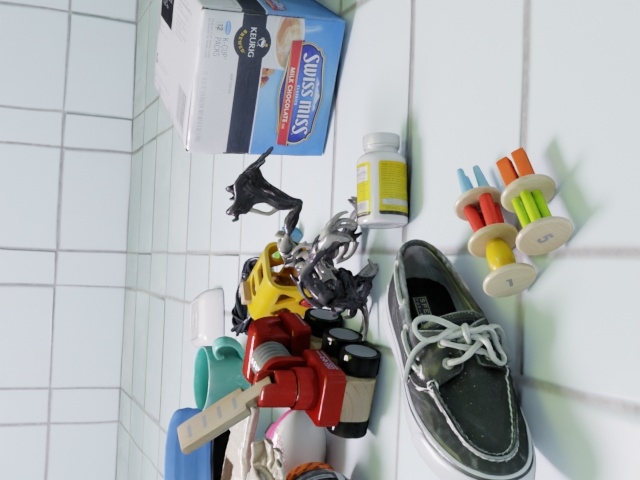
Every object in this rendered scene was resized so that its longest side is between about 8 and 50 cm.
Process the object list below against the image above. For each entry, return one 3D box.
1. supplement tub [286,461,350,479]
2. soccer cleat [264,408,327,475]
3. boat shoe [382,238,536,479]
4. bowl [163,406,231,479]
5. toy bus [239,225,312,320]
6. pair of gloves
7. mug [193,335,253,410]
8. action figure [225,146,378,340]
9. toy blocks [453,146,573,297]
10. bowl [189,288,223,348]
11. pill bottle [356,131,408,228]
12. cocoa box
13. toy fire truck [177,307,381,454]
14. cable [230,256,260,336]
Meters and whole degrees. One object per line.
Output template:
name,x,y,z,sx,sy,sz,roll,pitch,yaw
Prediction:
supplement tub,0.014,0.381,1.113,0.190,0.117,0.117,-132,49,-61
soccer cleat,-0.031,0.406,1.266,0.143,0.116,0.331,34,120,42
boat shoe,0.135,0.113,0.849,0.306,0.113,0.105,-100,9,-52
bowl,-0.186,0.481,1.472,0.391,0.077,0.391,-9,-90,-89
toy bus,-0.077,0.085,1.399,0.191,0.104,0.202,-148,64,-66
pair of gloves,-0.102,0.351,1.204,0.240,0.042,0.204,-137,53,-64
mug,-0.181,0.265,1.648,0.158,0.097,0.129,137,133,-59
action figure,0.000,0.000,1.140,0.141,0.275,0.164,-42,7,11
toy blocks,0.179,-0.038,0.836,0.123,0.054,0.148,116,149,-46
bowl,-0.260,0.180,1.920,0.142,0.053,0.142,151,120,-67
pill bottle,0.078,-0.076,1.081,0.065,0.065,0.116,161,111,-67
cocoa box,-0.132,-0.307,1.417,0.347,0.228,0.231,-124,40,-57
toy fire truck,-0.071,0.195,1.171,0.217,0.246,0.158,-141,58,-64
cable,-0.138,0.108,1.629,0.184,0.047,0.150,162,109,-68
